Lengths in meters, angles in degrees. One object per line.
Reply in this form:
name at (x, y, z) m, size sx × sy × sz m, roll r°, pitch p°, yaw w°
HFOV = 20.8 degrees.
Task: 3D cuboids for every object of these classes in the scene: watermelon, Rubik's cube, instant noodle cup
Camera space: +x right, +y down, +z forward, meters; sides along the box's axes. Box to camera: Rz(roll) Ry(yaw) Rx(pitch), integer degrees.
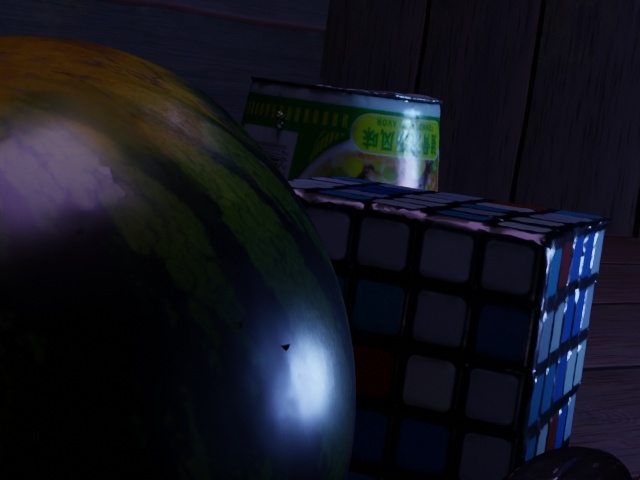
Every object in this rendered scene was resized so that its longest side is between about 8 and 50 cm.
watermelon at (-0.113, 0.054, 0.597) m, size 0.269 × 0.269 × 0.269 m, roll 8°, pitch 6°, yaw -1°
Rubik's cube at (0.052, 0.064, 1.014) m, size 0.187 × 0.182 × 0.184 m, roll 11°, pitch 7°, yaw 19°
instant noodle cup at (0.000, 0.000, 1.296) m, size 0.207 × 0.232 × 0.207 m, roll 7°, pitch 6°, yaw -1°

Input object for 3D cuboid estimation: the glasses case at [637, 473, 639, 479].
glasses case at (0.280, 0.151, 1.026) m, size 0.103 × 0.067 × 0.267 m, roll 15°, pitch 10°, yaw 38°

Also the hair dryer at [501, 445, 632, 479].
hair dryer at (0.169, 0.171, 0.812) m, size 0.219 × 0.075 × 0.195 m, roll 18°, pitch 20°, yaw 22°
